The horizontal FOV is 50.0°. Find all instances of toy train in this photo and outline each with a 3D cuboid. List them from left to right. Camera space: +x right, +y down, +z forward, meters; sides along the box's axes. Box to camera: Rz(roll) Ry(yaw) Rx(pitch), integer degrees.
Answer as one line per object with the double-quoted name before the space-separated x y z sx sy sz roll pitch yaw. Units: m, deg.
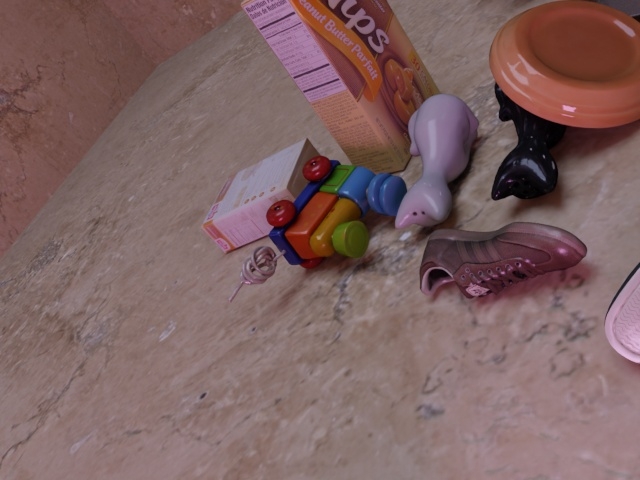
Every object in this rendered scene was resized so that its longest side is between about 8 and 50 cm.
"toy train" 0.000 0.000 0.891 0.143 0.105 0.248 8 53 46

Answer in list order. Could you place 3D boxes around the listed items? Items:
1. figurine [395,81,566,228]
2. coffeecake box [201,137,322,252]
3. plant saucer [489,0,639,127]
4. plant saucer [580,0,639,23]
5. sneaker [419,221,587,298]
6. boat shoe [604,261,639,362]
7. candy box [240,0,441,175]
"figurine" 0.191 -0.106 0.830 0.214 0.092 0.209 -18 38 37
"coffeecake box" -0.092 -0.074 1.145 0.185 0.068 0.142 -21 33 31
"plant saucer" 0.295 -0.211 0.779 0.199 0.037 0.200 -1 55 1
"plant saucer" 0.484 -0.371 0.898 0.310 0.050 0.311 -31 28 18
"sneaker" 0.175 0.028 0.685 0.188 0.066 0.071 -3 61 56
"boat shoe" 0.316 0.008 0.531 0.233 0.084 0.079 -45 -12 5
"candy box" 0.045 -0.269 0.997 0.087 0.316 0.183 -10 39 43
